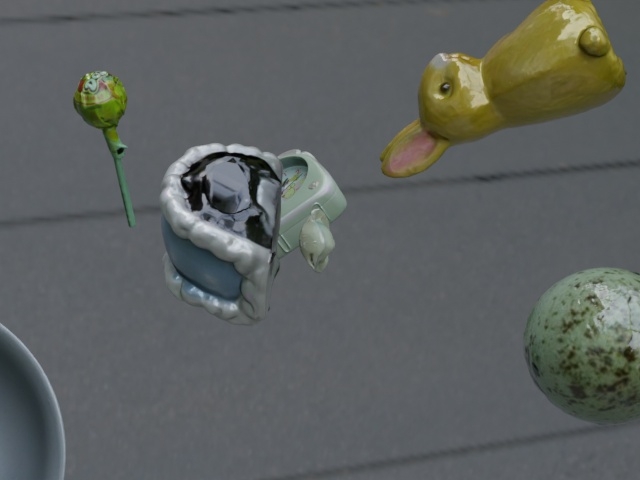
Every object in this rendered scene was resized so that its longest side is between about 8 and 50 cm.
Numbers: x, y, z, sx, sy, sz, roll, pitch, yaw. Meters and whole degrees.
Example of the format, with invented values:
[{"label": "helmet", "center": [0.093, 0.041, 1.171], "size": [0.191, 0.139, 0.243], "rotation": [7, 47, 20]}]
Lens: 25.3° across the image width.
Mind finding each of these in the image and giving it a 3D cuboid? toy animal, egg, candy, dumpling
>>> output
[{"label": "toy animal", "center": [-0.126, -0.006, 1.795], "size": [0.156, 0.204, 0.208], "rotation": [8, 45, 0]}, {"label": "egg", "center": [0.152, 0.057, 0.773], "size": [0.085, 0.085, 0.110], "rotation": [-6, 3, -19]}, {"label": "candy", "center": [-0.227, -0.096, 1.563], "size": [0.058, 0.194, 0.062], "rotation": [0, 35, 14]}, {"label": "toy animal", "center": [0.099, -0.087, 0.852], "size": [0.159, 0.070, 0.083], "rotation": [-25, 4, 18]}, {"label": "dumpling", "center": [-0.001, 0.001, 1.836], "size": [0.059, 0.043, 0.077], "rotation": [-15, 80, -58]}]

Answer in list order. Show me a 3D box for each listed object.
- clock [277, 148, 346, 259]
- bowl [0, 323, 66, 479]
[{"label": "clock", "center": [-0.054, -0.061, 2.076], "size": [0.151, 0.062, 0.191], "rotation": [-36, 32, 2]}, {"label": "bowl", "center": [-0.428, 0.225, 1.518], "size": [0.345, 0.345, 0.157], "rotation": [11, -2, 1]}]
